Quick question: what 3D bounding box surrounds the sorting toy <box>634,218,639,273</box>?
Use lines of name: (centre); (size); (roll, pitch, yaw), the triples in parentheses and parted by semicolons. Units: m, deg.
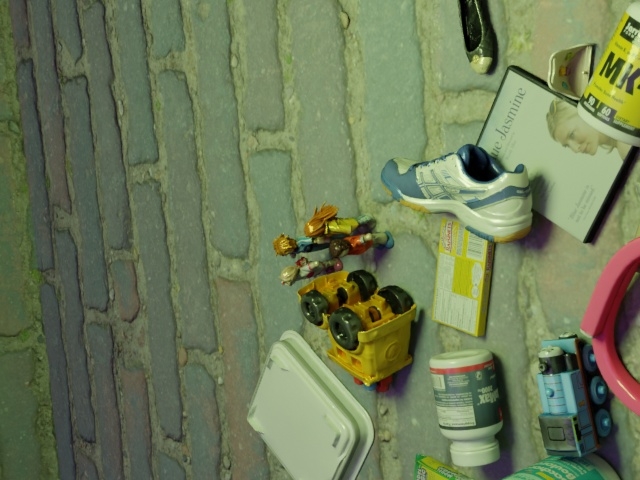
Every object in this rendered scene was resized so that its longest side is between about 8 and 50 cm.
sorting toy: (0.518, -0.020, 1.100); (0.208, 0.038, 0.193); (30, 118, 48)

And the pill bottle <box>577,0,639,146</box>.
pill bottle: (0.434, -0.239, 1.093); (0.119, 0.119, 0.209); (44, 127, 36)

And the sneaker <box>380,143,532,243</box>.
sneaker: (0.221, -0.105, 1.358); (0.296, 0.112, 0.131); (24, 128, 40)

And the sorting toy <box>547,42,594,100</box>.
sorting toy: (0.357, -0.246, 1.216); (0.045, 0.075, 0.083); (16, 108, 47)

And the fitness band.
fitness band: (0.465, 0.118, 1.131); (0.209, 0.054, 0.291); (43, 138, 37)

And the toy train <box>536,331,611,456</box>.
toy train: (0.374, 0.232, 1.253); (0.080, 0.105, 0.184); (-13, 87, 50)

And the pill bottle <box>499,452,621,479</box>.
pill bottle: (0.321, 0.407, 1.222); (0.146, 0.264, 0.146); (10, 104, 48)

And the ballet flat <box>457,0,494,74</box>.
ballet flat: (0.242, -0.352, 1.353); (0.057, 0.049, 0.173); (-14, 86, 51)

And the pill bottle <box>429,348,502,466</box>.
pill bottle: (0.249, 0.280, 1.407); (0.108, 0.108, 0.180); (-10, 90, 50)

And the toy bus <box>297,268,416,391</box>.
toy bus: (0.071, 0.183, 1.593); (0.220, 0.149, 0.212); (27, 132, 46)

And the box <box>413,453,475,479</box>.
box: (0.228, 0.466, 1.514); (0.179, 0.043, 0.105); (17, 110, 49)

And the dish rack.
dish rack: (-0.042, 0.391, 1.800); (0.333, 0.072, 0.286); (44, 127, 35)

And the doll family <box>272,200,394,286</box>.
doll family: (0.000, 0.000, 1.609); (0.263, 0.163, 0.118); (-30, 73, 48)

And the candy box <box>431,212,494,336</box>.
candy box: (0.245, 0.053, 1.435); (0.105, 0.027, 0.206); (20, 111, 49)

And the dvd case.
dvd case: (0.350, -0.136, 1.284); (0.253, 0.022, 0.180); (42, 126, 38)
